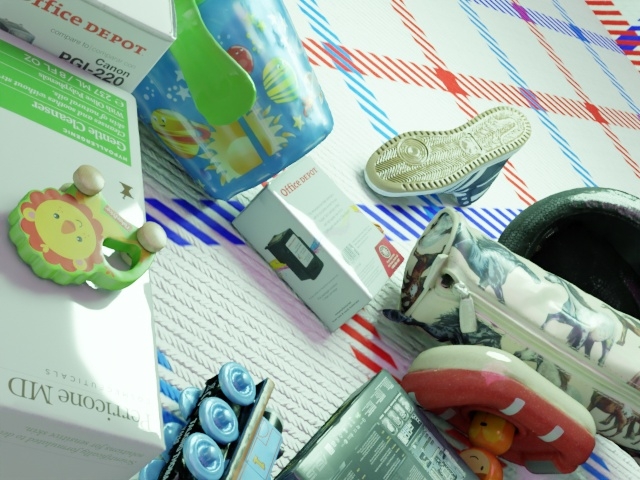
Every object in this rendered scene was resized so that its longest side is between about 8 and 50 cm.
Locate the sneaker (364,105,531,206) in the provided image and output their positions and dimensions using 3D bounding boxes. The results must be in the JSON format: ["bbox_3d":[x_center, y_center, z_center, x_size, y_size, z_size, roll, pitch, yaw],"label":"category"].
[{"bbox_3d":[0.176,-0.102,1.462,0.282,0.153,0.099,-21,71,-25],"label":"sneaker"}]

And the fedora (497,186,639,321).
[{"bbox_3d":[0.368,0.094,1.356,0.334,0.334,0.152,46,-2,-1],"label":"fedora"}]

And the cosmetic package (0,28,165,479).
[{"bbox_3d":[-0.249,0.017,0.745,0.197,0.155,0.365,24,37,-38],"label":"cosmetic package"}]

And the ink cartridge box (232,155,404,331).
[{"bbox_3d":[0.000,0.000,1.139,0.175,0.072,0.127,47,32,0],"label":"ink cartridge box"}]

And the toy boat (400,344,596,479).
[{"bbox_3d":[0.186,0.219,1.087,0.231,0.151,0.151,35,62,-19],"label":"toy boat"}]

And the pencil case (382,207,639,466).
[{"bbox_3d":[0.285,0.126,1.184,0.410,0.160,0.183,31,20,-2],"label":"pencil case"}]

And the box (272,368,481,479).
[{"bbox_3d":[0.063,0.251,0.948,0.183,0.059,0.233,49,31,3],"label":"box"}]

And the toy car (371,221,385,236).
[{"bbox_3d":[0.035,-0.022,1.237,0.122,0.040,0.060,32,35,-24],"label":"toy car"}]

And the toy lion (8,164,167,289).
[{"bbox_3d":[-0.168,-0.001,0.691,0.100,0.034,0.096,43,36,-15],"label":"toy lion"}]

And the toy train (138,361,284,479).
[{"bbox_3d":[-0.083,0.186,0.833,0.105,0.080,0.184,49,28,-15],"label":"toy train"}]

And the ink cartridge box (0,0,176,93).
[{"bbox_3d":[-0.255,-0.171,0.884,0.159,0.218,0.092,21,40,-36],"label":"ink cartridge box"}]

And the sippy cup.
[{"bbox_3d":[-0.107,-0.174,1.075,0.224,0.240,0.305,57,37,-9],"label":"sippy cup"}]
